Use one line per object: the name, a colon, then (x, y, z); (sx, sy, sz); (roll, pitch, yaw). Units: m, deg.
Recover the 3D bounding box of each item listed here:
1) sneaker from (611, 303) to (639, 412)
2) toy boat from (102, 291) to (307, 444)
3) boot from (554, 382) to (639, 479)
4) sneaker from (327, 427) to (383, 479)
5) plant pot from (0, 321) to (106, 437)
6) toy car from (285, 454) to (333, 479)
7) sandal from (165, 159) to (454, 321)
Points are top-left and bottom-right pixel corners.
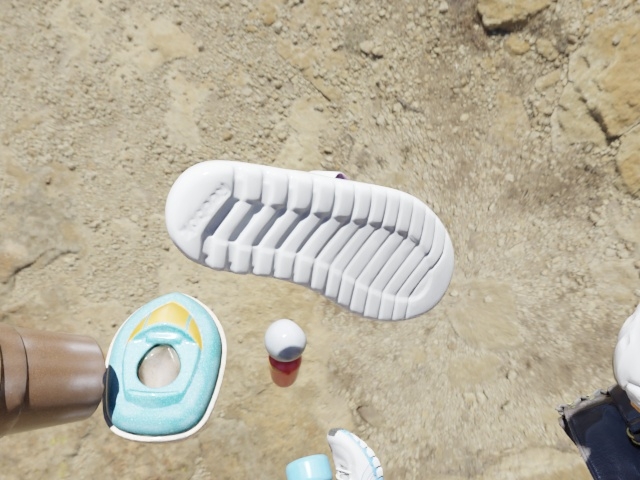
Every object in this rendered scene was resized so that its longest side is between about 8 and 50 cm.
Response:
sneaker: (0.260, -0.013, 0.323); (0.099, 0.121, 0.262); (31, 58, 24)
toy boat: (-0.183, 0.184, 0.970); (0.318, 0.148, 0.267); (-1, 49, -6)
boot: (0.351, 0.141, 0.628); (0.229, 0.263, 0.091); (-34, 117, 25)
sneaker: (0.049, 0.356, 0.851); (0.083, 0.071, 0.190); (-31, 101, -33)
plant pot: (-0.399, 0.189, 0.826); (0.167, 0.165, 0.166); (-7, 78, 37)
toy car: (-0.074, 0.492, 0.964); (0.238, 0.210, 0.219); (-13, 61, -5)
sandal: (0.007, -0.014, 0.755); (0.169, 0.416, 0.102); (-63, 34, 10)
